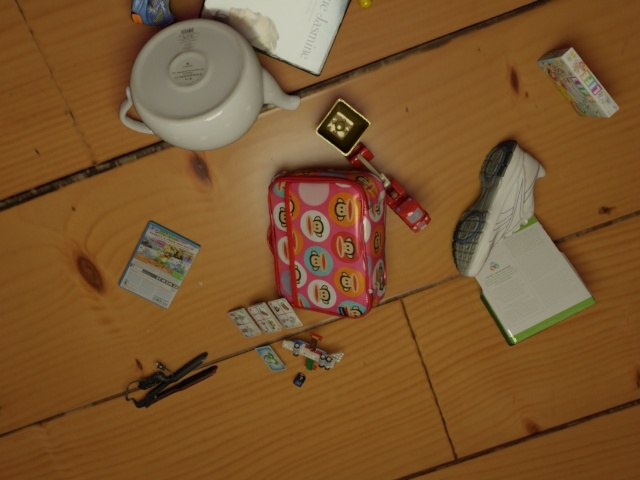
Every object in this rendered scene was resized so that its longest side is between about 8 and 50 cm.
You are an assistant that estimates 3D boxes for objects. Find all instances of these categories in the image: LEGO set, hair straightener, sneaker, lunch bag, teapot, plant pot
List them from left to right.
[{"bbox_3d":[-0.357,0.315,1.148,0.231,0.047,0.089,-27,104,9],"label":"hair straightener"},{"bbox_3d":[-0.286,-0.503,0.920,0.087,0.083,0.221,13,110,-20],"label":"sneaker"},{"bbox_3d":[-0.217,-0.264,0.931,0.256,0.187,0.252,36,81,15],"label":"teapot"},{"bbox_3d":[-0.070,0.225,1.115,0.183,0.060,0.244,-20,112,37],"label":"LEGO set"},{"bbox_3d":[0.000,0.000,1.009,0.258,0.120,0.292,7,111,30],"label":"lunch bag"},{"bbox_3d":[0.042,-0.227,0.995,0.081,0.083,0.081,36,100,-11],"label":"plant pot"},{"bbox_3d":[0.377,-0.053,1.037,0.129,0.111,0.297,22,96,-16],"label":"sneaker"}]

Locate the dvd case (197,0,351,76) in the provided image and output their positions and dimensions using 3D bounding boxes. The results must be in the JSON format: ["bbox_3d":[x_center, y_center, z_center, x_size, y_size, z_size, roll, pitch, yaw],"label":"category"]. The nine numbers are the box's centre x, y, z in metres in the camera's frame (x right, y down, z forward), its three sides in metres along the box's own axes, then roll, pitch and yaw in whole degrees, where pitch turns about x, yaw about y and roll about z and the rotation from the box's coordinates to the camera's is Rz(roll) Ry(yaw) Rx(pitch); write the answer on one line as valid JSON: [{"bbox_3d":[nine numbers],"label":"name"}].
[{"bbox_3d":[-0.083,-0.437,0.926,0.253,0.022,0.180,17,118,-16],"label":"dvd case"}]

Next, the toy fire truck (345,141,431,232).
[{"bbox_3d":[0.135,-0.108,1.003,0.047,0.192,0.135,-42,131,7],"label":"toy fire truck"}]

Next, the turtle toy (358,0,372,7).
[{"bbox_3d":[0.115,-0.503,0.934,0.130,0.066,0.095,-18,105,2],"label":"turtle toy"}]

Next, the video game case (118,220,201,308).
[{"bbox_3d":[-0.352,0.055,1.089,0.119,0.015,0.166,28,102,-9],"label":"video game case"}]

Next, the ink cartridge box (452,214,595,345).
[{"bbox_3d":[0.436,0.075,1.096,0.189,0.097,0.255,-29,70,6],"label":"ink cartridge box"}]

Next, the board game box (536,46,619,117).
[{"bbox_3d":[0.506,-0.309,0.983,0.026,0.103,0.154,-44,102,9],"label":"board game box"}]
